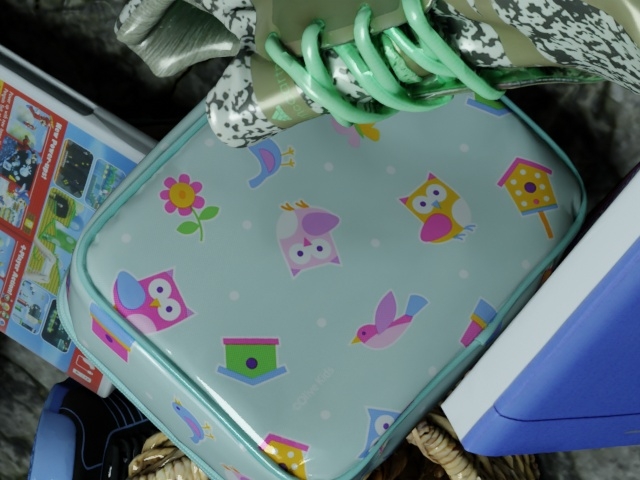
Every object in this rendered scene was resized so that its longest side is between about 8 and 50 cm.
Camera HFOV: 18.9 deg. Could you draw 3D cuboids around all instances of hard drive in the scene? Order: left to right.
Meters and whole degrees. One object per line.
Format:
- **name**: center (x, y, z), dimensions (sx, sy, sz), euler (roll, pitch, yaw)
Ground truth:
- **hard drive**: center (0.222, -0.012, 0.904), dimensions (0.318, 0.210, 0.040), euler (-54, 50, 36)

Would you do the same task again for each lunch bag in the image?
- **lunch bag**: center (0.000, 0.000, 1.094), dimensions (0.224, 0.279, 0.108), euler (41, 155, 7)

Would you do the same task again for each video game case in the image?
- **video game case**: center (-0.227, -0.042, 1.249), dimensions (0.285, 0.025, 0.204), euler (32, 130, 10)

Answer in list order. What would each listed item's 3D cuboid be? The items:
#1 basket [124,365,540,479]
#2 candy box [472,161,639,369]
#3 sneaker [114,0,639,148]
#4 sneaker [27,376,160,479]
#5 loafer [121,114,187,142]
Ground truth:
- **basket**: center (0.025, 0.220, 1.273), dimensions (0.214, 0.223, 0.299), euler (-3, 119, 26)
- **candy box**: center (0.168, 0.022, 1.135), dimensions (0.053, 0.109, 0.186), euler (37, 133, -2)
- **sneaker**: center (0.032, -0.104, 0.957), dimensions (0.158, 0.182, 0.410), euler (42, 170, -35)
- **sneaker**: center (-0.141, 0.138, 1.315), dimensions (0.091, 0.232, 0.081), euler (12, 102, 2)
- **loafer**: center (-0.113, -0.028, 1.255), dimensions (0.268, 0.084, 0.096), euler (-17, 115, 35)
